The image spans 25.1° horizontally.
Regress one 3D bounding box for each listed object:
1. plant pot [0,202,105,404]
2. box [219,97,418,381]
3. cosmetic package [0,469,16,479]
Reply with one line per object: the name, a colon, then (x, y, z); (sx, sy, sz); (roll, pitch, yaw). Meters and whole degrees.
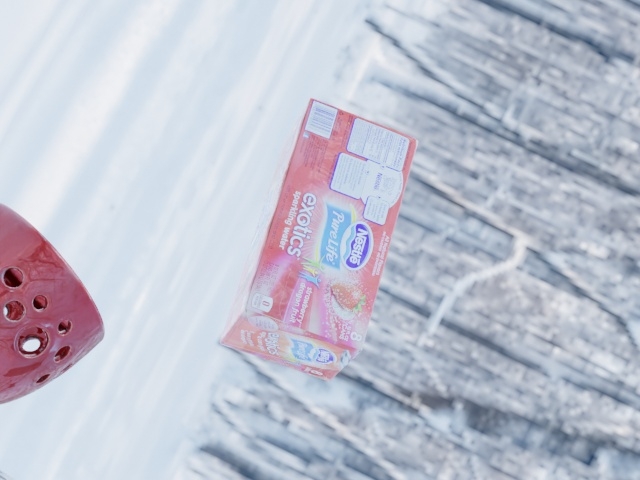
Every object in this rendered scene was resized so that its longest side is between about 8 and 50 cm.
plant pot: (-0.341, 0.081, 1.448); (0.174, 0.191, 0.191); (-42, 170, -25)
box: (0.000, 0.000, 1.767); (0.142, 0.154, 0.300); (128, -20, -63)
cosmetic package: (-0.271, 0.133, 0.887); (0.239, 0.099, 0.060); (18, -106, 47)
